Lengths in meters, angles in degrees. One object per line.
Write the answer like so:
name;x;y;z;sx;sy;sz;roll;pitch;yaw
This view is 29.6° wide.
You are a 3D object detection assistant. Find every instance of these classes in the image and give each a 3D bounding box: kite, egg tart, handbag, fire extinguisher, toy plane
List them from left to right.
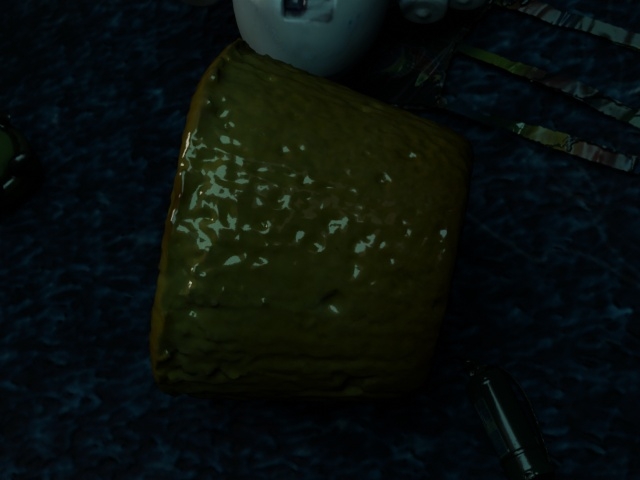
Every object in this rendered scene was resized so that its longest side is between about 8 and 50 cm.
handbag;-0.238;-0.063;0.811;0.111;0.047;0.072;40;79;23
toy plane;-0.002;-0.203;0.779;0.245;0.117;0.244;1;67;-3
egg tart;0.000;0.000;0.663;0.147;0.202;0.202;11;69;3
kite;0.095;-0.125;0.780;0.285;0.015;0.152;22;73;21
fire extinguisher;0.104;0.097;0.675;0.038;0.025;0.083;-7;58;-32
